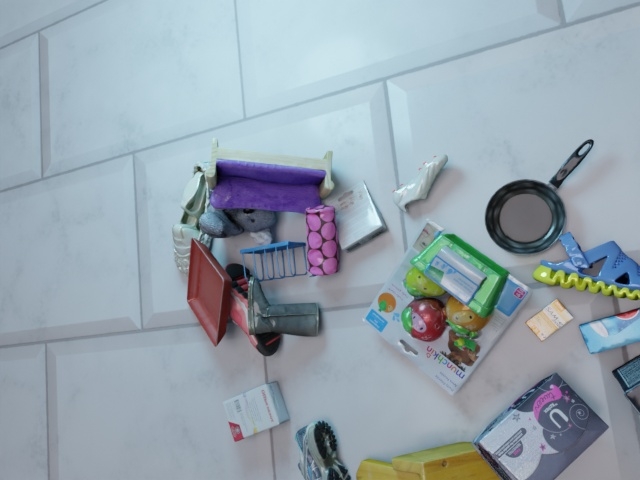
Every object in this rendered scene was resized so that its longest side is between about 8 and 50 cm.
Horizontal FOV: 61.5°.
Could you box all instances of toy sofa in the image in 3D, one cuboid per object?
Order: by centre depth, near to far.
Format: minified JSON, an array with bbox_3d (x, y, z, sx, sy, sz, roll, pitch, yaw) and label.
[{"bbox_3d":[-0.147,-0.177,1.571,0.362,0.150,0.177,5,80,-8],"label":"toy sofa"}]

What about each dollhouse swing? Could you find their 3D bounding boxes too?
[{"bbox_3d":[0.302,0.718,1.408,0.315,0.305,0.347,-6,79,-17],"label":"dollhouse swing"}]

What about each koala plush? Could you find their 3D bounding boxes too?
[{"bbox_3d":[-0.240,-0.081,1.704,0.221,0.203,0.196,6,71,7],"label":"koala plush"}]

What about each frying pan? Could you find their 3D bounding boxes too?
[{"bbox_3d":[0.547,-0.120,1.386,0.197,0.053,0.326,19,92,24],"label":"frying pan"}]

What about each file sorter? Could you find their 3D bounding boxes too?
[{"bbox_3d":[-0.141,0.067,1.656,0.170,0.118,0.104,-10,83,24],"label":"file sorter"}]

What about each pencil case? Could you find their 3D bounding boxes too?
[{"bbox_3d":[0.000,0.000,1.579,0.098,0.095,0.209,7,105,32],"label":"pencil case"}]

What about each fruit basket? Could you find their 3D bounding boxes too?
[{"bbox_3d":[0.310,0.173,1.407,0.327,0.165,0.353,39,105,23],"label":"fruit basket"}]

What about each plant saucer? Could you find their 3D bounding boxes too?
[{"bbox_3d":[-0.350,0.157,1.702,0.258,0.047,0.259,43,132,44],"label":"plant saucer"}]

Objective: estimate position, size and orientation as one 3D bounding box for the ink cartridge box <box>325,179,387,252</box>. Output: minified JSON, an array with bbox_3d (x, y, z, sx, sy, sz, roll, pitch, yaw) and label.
[{"bbox_3d":[0.104,-0.072,1.607,0.145,0.045,0.179,-31,54,20],"label":"ink cartridge box"}]

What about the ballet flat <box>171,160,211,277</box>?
[{"bbox_3d":[-0.430,-0.079,1.800,0.147,0.147,0.409,18,93,26],"label":"ballet flat"}]

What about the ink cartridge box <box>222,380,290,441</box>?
[{"bbox_3d":[-0.198,0.525,1.656,0.175,0.072,0.127,-27,73,20],"label":"ink cartridge box"}]

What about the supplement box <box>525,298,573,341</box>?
[{"bbox_3d":[0.573,0.199,1.347,0.098,0.036,0.062,-43,69,15],"label":"supplement box"}]

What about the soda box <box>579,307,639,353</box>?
[{"bbox_3d":[0.725,0.202,1.259,0.210,0.067,0.071,-22,76,21],"label":"soda box"}]

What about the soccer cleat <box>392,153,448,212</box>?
[{"bbox_3d":[0.289,-0.160,1.508,0.196,0.068,0.076,-42,74,23],"label":"soccer cleat"}]

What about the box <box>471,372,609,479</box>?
[{"bbox_3d":[0.501,0.452,1.250,0.247,0.142,0.163,-38,69,-9],"label":"box"}]

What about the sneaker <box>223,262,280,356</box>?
[{"bbox_3d":[-0.230,0.228,1.704,0.136,0.116,0.314,-42,72,43],"label":"sneaker"}]

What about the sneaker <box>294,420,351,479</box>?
[{"bbox_3d":[0.004,0.667,1.547,0.122,0.110,0.283,-28,70,39],"label":"sneaker"}]

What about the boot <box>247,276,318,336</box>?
[{"bbox_3d":[-0.111,0.197,1.603,0.208,0.076,0.190,-3,84,-3],"label":"boot"}]

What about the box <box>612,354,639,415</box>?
[{"bbox_3d":[0.791,0.284,1.093,0.296,0.294,0.183,-39,72,17],"label":"box"}]

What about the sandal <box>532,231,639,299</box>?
[{"bbox_3d":[0.676,0.063,1.266,0.317,0.126,0.138,12,90,24],"label":"sandal"}]
